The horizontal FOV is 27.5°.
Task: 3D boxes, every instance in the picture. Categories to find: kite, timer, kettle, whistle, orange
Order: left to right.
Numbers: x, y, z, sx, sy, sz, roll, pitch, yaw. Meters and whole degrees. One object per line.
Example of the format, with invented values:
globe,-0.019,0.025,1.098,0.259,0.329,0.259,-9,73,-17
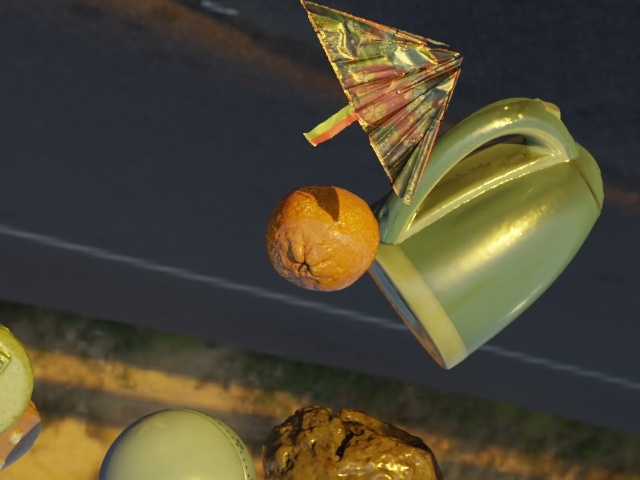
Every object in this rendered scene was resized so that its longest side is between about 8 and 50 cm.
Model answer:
whistle,-0.311,0.149,1.043,0.104,0.198,0.057,39,177,-20
timer,-0.159,0.264,1.246,0.175,0.175,0.255,1,-157,22
orange,0.000,0.001,1.536,0.135,0.118,0.136,19,149,12
kite,0.060,-0.158,1.353,0.183,0.241,0.014,-32,-173,0
kettle,0.226,-0.038,1.790,0.342,0.247,0.319,-36,138,-2

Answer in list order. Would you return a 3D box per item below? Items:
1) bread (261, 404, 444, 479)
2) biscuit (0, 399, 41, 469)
bread,0.047,0.268,1.506,0.230,0.123,0.230,23,178,1
biscuit,-0.432,0.230,1.401,0.047,0.216,0.339,50,-157,27
